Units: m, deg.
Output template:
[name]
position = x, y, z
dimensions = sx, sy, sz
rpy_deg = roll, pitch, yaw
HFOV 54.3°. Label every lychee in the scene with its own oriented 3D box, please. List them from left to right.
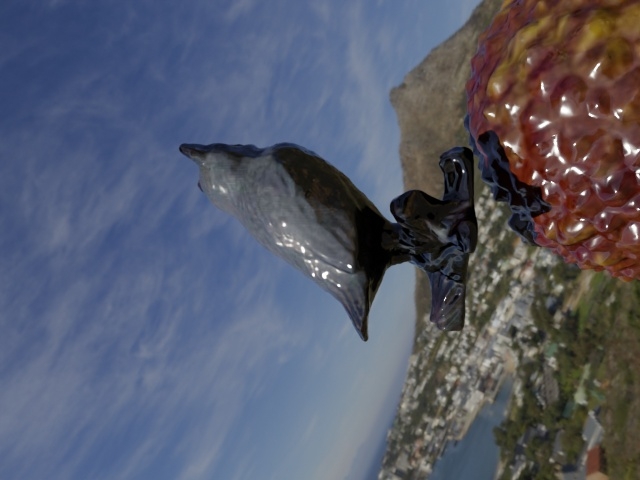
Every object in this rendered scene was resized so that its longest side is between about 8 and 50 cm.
[lychee]
position = 0.218, -0.098, 0.395
dimensions = 0.271, 0.236, 0.236
rpy_deg = -45, -1, 27

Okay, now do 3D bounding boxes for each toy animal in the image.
[toy animal]
position = -0.004, 0.001, 0.414
dimensions = 0.121, 0.210, 0.117
rpy_deg = 71, -145, -61
